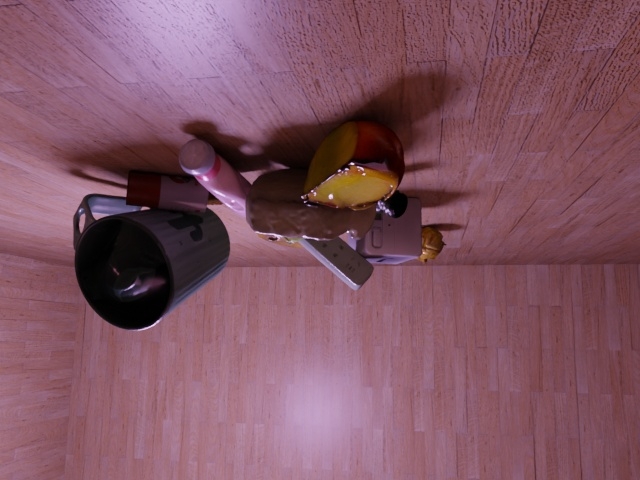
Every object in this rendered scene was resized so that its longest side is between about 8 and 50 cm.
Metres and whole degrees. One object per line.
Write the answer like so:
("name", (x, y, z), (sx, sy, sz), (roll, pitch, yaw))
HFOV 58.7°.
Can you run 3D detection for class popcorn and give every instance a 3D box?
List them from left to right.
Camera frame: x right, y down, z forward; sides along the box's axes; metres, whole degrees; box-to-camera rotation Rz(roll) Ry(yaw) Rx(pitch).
("popcorn", (0.426, 0.014, 2.280), (0.152, 0.149, 0.167), (21, 168, 23))

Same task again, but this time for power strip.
("power strip", (0.000, 0.000, 1.804), (0.385, 0.091, 0.062), (41, 161, 10))

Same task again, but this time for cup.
("cup", (-0.483, 0.010, 1.643), (0.310, 0.401, 0.392), (-20, -174, 23))

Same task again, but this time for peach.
("peach", (0.090, -0.166, 1.168), (0.158, 0.154, 0.267), (15, 157, -23))

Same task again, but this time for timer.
("timer", (0.206, -0.031, 1.854), (0.194, 0.193, 0.195), (3, 170, -13))

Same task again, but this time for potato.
("potato", (-0.120, -0.048, 1.965), (0.233, 0.146, 0.150), (16, 126, -9))

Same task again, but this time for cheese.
("cheese", (-0.026, -0.088, 1.389), (0.326, 0.115, 0.318), (-15, -151, -34))

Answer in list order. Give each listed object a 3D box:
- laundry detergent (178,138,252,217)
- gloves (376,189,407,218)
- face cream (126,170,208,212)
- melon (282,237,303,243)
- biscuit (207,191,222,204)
("laundry detergent", (-0.242, -0.148, 1.391), (0.159, 0.088, 0.335), (41, 178, 17))
("gloves", (0.115, -0.120, 1.576), (0.268, 0.107, 0.135), (8, 145, 33))
("face cream", (-0.425, -0.134, 1.583), (0.214, 0.096, 0.096), (5, 170, -20))
("melon", (-0.080, -0.107, 1.667), (0.169, 0.129, 0.265), (-15, 153, 15))
("biscuit", (-0.366, -0.139, 1.757), (0.187, 0.027, 0.188), (1, 172, 0))
